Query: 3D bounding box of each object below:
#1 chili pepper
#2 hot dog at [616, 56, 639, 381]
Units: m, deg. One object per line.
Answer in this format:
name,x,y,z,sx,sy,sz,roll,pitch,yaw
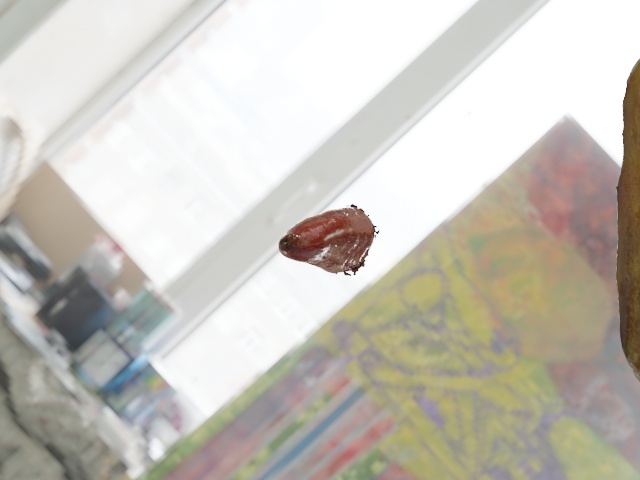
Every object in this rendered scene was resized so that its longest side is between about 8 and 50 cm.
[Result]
chili pepper,-0.003,0.002,1.767,0.065,0.088,0.169,27,12,24
hot dog,0.142,-0.011,0.594,0.038,0.144,0.062,2,-4,-39
